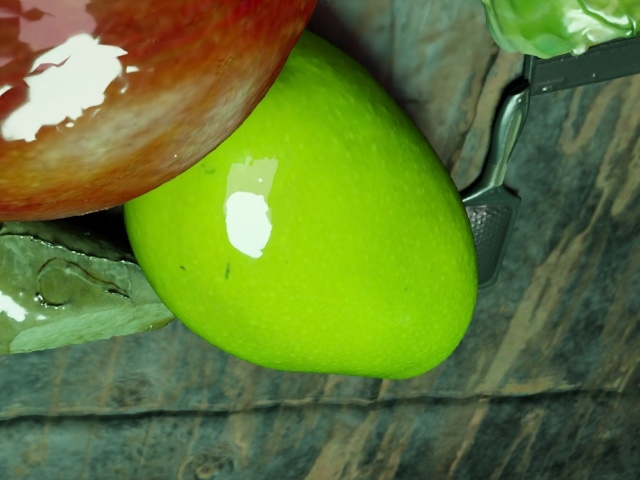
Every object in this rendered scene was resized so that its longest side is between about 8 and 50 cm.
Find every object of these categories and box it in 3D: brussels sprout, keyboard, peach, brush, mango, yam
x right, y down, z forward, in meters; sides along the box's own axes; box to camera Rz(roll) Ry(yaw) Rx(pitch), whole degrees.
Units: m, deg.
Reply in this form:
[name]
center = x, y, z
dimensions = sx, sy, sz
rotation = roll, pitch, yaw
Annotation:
[brussels sprout]
center = 0.162, -0.186, 0.777
dimensions = 0.149, 0.151, 0.122
rotation = -14, 105, 21
[keyboard]
center = 0.237, -0.148, 0.913
dimensions = 0.198, 0.010, 0.063
rotation = -13, 132, -13
[peach]
center = -0.159, -0.145, 0.544
dimensions = 0.332, 0.308, 0.307
rotation = -19, 134, -29
[brush]
center = 0.125, -0.034, 0.951
dimensions = 0.063, 0.016, 0.193
rotation = -5, 129, -21
[mango]
center = 0.000, 0.000, 0.827
dimensions = 0.192, 0.156, 0.343
rotation = -49, 135, -3
[yam]
center = -0.200, 0.021, 0.802
dimensions = 0.259, 0.106, 0.106
rotation = 25, 114, -35
